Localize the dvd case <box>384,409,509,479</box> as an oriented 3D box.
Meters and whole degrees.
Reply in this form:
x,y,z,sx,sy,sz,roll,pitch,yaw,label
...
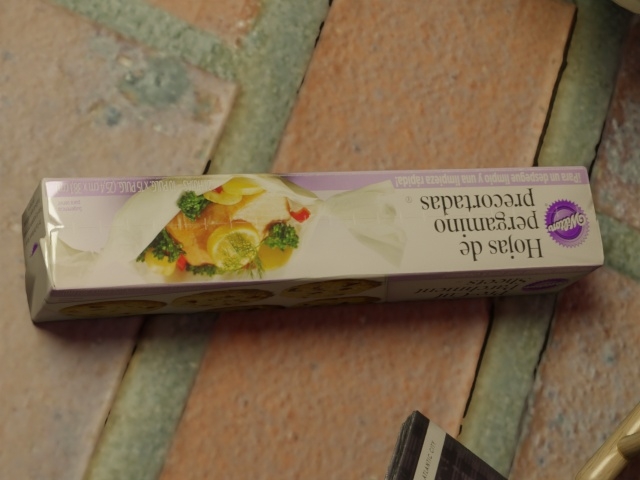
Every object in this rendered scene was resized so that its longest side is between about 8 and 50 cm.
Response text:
x,y,z,sx,sy,sz,roll,pitch,yaw,label
0.119,0.200,0.807,0.221,0.018,0.164,38,27,-6,dvd case

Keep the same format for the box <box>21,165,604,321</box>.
x,y,z,sx,sy,sz,roll,pitch,yaw,label
0.000,0.000,0.852,0.324,0.067,0.063,-2,74,-22,box

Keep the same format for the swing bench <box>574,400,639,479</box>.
x,y,z,sx,sy,sz,roll,pitch,yaw,label
0.333,0.122,0.883,0.253,0.165,0.254,44,63,-2,swing bench

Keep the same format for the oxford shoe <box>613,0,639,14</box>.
x,y,z,sx,sy,sz,roll,pitch,yaw,label
0.224,-0.345,0.919,0.169,0.130,0.449,26,66,-29,oxford shoe
